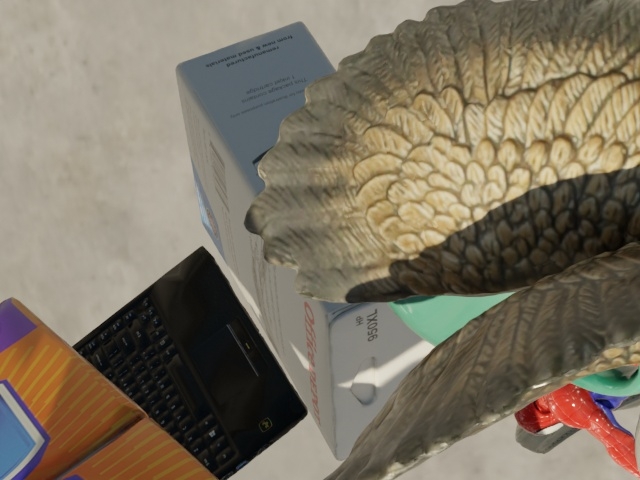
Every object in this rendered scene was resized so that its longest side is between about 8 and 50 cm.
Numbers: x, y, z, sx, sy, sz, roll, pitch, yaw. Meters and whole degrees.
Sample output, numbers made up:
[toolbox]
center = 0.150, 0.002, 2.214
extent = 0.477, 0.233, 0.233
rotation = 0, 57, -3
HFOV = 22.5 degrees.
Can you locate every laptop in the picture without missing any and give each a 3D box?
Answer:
[laptop]
center = -0.185, 0.114, 1.268
extent = 0.264, 0.136, 0.234
rotation = -38, 43, 2

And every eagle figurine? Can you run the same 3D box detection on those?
[eagle figurine]
center = 0.121, 0.013, 0.602
extent = 0.298, 0.226, 0.225
rotation = 6, 85, -4

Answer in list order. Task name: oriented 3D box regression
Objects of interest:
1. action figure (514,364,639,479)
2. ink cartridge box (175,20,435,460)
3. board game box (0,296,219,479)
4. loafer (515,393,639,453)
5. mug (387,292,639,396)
[action figure]
center = 0.245, 0.074, 0.988
extent = 0.139, 0.280, 0.091
rotation = 41, 40, -19
[ink cartridge box]
center = 0.000, 0.000, 1.787
extent = 0.166, 0.285, 0.395
rotation = -22, 54, -13
[board game box]
center = -0.155, 0.315, 0.797
extent = 0.356, 0.356, 0.356
rotation = -36, 123, -17
[loafer]
center = 0.328, 0.132, 1.675
extent = 0.111, 0.319, 0.112
rotation = 39, 35, -8
[mug]
center = 0.088, 0.007, 0.783
extent = 0.129, 0.097, 0.157
rotation = 4, 60, -24
